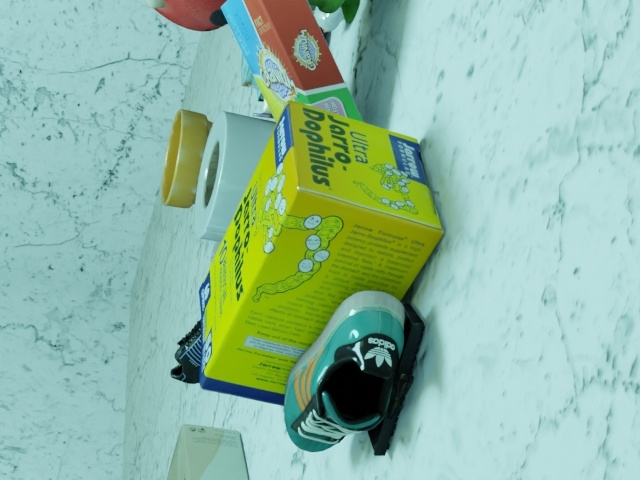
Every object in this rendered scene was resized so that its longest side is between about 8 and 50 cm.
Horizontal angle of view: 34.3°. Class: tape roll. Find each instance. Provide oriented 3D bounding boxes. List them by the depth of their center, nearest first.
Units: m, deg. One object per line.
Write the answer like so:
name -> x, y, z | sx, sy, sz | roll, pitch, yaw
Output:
tape roll -> -0.128, -0.109, 1.949 | 0.246, 0.169, 0.246 | -170, 90, -74

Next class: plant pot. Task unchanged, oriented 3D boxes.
plant pot -> -0.223, -0.160, 2.190 | 0.205, 0.188, 0.205 | -171, 90, -74

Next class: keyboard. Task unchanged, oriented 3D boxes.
keyboard -> 0.094, 0.175, 1.274 | 0.108, 0.023, 0.180 | -109, 32, -72

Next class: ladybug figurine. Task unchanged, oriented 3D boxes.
ladybug figurine -> -0.137, -0.515, 1.931 | 0.305, 0.449, 0.161 | 3, 123, 58

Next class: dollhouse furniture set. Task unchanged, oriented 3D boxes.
dollhouse furniture set -> -0.054, -0.265, 1.933 | 0.091, 0.114, 0.081 | -11, -72, -70

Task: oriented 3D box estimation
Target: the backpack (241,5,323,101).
backpack -> -0.072, -0.369, 1.979 | 0.188, 0.145, 0.165 | 129, 154, -49

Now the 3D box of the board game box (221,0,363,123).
board game box -> -0.036, -0.247, 1.593 | 0.316, 0.064, 0.242 | 64, 167, -9

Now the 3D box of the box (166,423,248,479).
box -> -0.205, 0.491, 1.923 | 0.311, 0.121, 0.147 | -115, 39, -64

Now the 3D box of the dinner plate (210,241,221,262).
dinner plate -> -0.183, -0.008, 2.164 | 0.141, 0.017, 0.141 | -55, -14, -21

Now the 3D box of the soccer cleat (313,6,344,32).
soccer cleat -> 0.028, -0.452, 1.836 | 0.076, 0.068, 0.196 | -30, 45, 41

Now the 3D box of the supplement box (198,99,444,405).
supplement box -> -0.015, 0.031, 1.370 | 0.194, 0.195, 0.356 | -99, 30, -50

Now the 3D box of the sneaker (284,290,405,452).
sneaker -> 0.019, 0.196, 1.289 | 0.302, 0.108, 0.121 | 114, 169, -45

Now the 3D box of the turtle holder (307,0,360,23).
turtle holder -> 0.006, -0.524, 1.613 | 0.243, 0.228, 0.320 | 179, 111, -79

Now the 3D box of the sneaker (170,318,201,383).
sneaker -> -0.286, 0.241, 2.415 | 0.081, 0.091, 0.232 | -107, 31, -59
